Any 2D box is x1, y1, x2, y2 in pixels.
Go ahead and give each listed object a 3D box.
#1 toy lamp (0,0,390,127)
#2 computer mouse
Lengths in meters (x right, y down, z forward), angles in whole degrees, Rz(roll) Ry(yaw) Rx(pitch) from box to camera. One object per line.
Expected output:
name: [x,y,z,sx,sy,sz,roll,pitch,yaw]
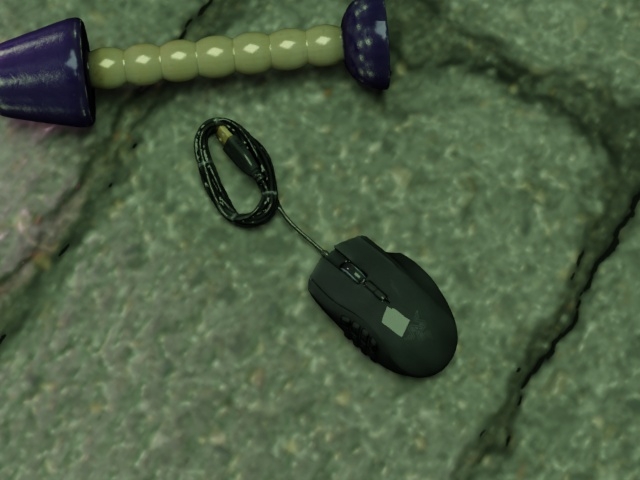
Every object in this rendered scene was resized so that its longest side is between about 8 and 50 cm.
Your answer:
toy lamp: [-0.091,-0.124,1.144,0.274,0.080,0.080,-5,73,-1]
computer mouse: [0.000,0.000,1.124,0.242,0.041,0.071,43,79,13]
